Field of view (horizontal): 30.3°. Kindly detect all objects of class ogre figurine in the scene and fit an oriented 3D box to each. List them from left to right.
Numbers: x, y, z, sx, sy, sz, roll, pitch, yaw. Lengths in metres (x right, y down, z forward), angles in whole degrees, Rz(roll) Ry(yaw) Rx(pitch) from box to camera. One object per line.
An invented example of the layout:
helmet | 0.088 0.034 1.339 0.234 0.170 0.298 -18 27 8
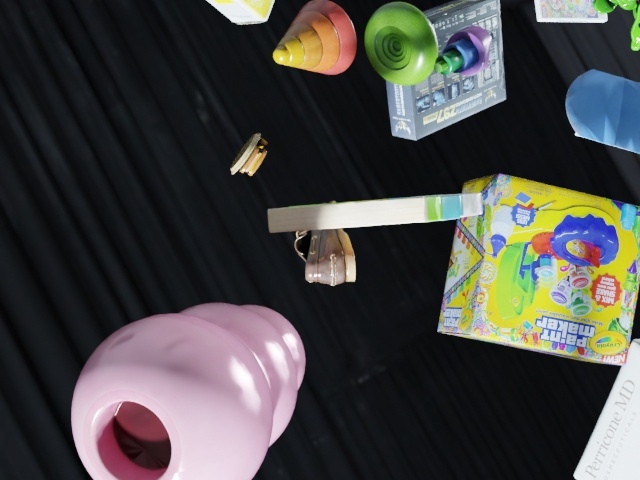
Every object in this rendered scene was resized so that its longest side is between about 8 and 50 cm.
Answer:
ogre figurine | 0.388 -0.312 1.488 0.097 0.197 0.118 -57 -179 31

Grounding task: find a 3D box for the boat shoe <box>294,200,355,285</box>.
boat shoe | 0.000 0.000 1.630 0.073 0.073 0.207 -7 -159 -3

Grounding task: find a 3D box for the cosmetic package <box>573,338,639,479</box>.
cosmetic package | 0.785 0.423 2.303 0.327 0.393 0.329 3 113 -41

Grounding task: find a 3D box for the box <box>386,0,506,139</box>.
box | 0.203 -0.284 1.910 0.232 0.183 0.059 -27 -151 -35

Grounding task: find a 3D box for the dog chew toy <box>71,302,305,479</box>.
dog chew toy | -0.119 0.159 1.273 0.206 0.207 0.332 -30 180 26

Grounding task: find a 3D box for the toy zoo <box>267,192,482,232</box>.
toy zoo | 0.082 -0.037 1.461 0.192 0.030 0.293 -3 -178 22

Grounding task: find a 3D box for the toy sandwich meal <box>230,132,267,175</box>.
toy sandwich meal | -0.107 -0.129 1.821 0.085 0.029 0.085 -52 -168 16

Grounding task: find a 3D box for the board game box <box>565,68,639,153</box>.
board game box | 0.452 -0.189 1.811 0.033 0.168 0.133 109 -3 -60

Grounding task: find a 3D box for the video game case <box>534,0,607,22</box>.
video game case | 0.381 -0.378 1.808 0.122 0.087 0.011 -4 173 -22

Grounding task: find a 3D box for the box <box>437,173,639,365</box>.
box | 0.388 0.054 2.066 0.290 0.279 0.177 11 175 -13

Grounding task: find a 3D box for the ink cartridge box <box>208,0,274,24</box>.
ink cartridge box | -0.114 -0.421 1.148 0.072 0.304 0.307 8 162 40

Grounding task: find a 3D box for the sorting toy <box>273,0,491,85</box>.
sorting toy | 0.069 -0.277 1.740 0.365 0.127 0.126 12 -151 37
